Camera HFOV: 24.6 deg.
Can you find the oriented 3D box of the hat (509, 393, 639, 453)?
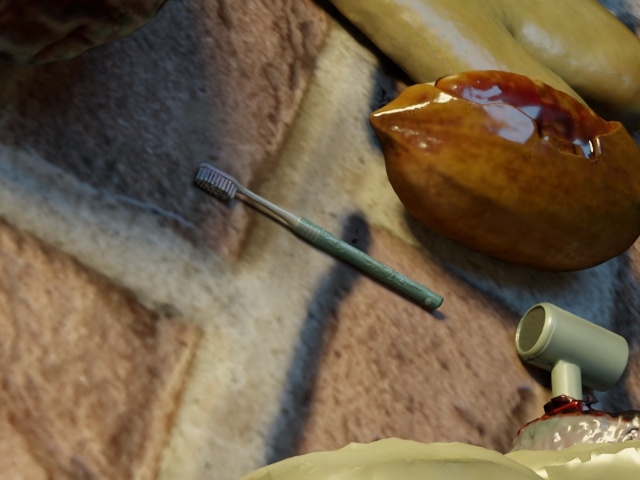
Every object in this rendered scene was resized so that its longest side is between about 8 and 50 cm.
[{"bbox_3d":[0.129,0.189,0.716,0.140,0.129,0.227,50,51,-24],"label":"hat"}]

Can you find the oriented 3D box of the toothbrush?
[{"bbox_3d":[0.000,0.000,0.859,0.167,0.011,0.014,29,43,-11],"label":"toothbrush"}]

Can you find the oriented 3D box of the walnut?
[{"bbox_3d":[0.119,-0.045,0.924,0.207,0.116,0.116,16,42,-22],"label":"walnut"}]

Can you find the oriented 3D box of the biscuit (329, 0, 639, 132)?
[{"bbox_3d":[0.122,-0.170,1.096,0.291,0.062,0.237,43,37,8],"label":"biscuit"}]

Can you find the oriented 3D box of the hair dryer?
[{"bbox_3d":[0.151,0.097,0.866,0.063,0.038,0.124,23,45,-20],"label":"hair dryer"}]

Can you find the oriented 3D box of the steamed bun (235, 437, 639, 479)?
[{"bbox_3d":[0.068,0.193,0.497,0.320,0.275,0.206,-10,58,1],"label":"steamed bun"}]

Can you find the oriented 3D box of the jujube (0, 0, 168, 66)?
[{"bbox_3d":[-0.168,-0.241,0.807,0.226,0.226,0.317,8,47,-33],"label":"jujube"}]
